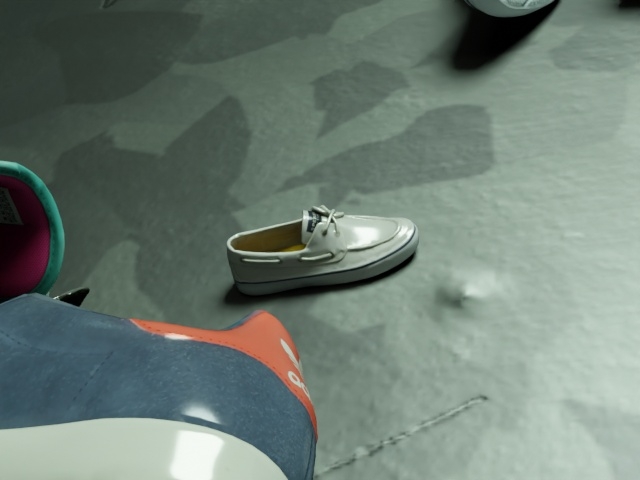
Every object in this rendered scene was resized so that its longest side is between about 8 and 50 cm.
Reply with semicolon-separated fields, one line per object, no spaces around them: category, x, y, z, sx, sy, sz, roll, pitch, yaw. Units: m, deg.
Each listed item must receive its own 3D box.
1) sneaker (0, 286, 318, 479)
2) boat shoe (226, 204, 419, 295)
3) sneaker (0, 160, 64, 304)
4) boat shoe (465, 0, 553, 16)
sneaker;-0.167;0.088;0.486;0.349;0.131;0.148;0;33;11
boat shoe;0.000;0.000;0.594;0.100;0.035;0.035;-10;38;8
sneaker;-0.222;-0.022;0.627;0.178;0.124;0.296;-11;45;15
boat shoe;0.129;-0.206;0.785;0.075;0.083;0.226;-3;26;35
